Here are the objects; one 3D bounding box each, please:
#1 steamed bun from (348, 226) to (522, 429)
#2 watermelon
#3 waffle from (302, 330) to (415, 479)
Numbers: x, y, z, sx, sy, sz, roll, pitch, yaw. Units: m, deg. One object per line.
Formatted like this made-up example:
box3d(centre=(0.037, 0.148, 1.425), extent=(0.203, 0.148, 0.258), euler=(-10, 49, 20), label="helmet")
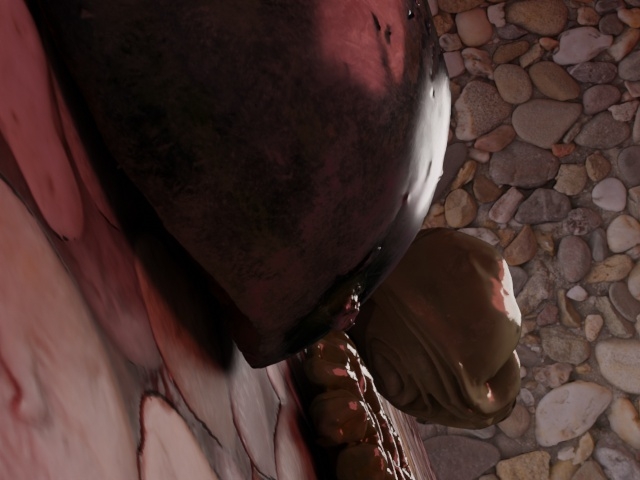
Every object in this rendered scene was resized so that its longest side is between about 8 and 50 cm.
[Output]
box3d(centre=(0.148, 0.139, 1.559), extent=(0.324, 0.219, 0.310), euler=(27, -52, 58), label="steamed bun")
box3d(centre=(0.005, -0.044, 0.562), extent=(0.175, 0.188, 0.322), euler=(66, 8, 16), label="watermelon")
box3d(centre=(0.054, 0.221, 0.866), extent=(0.292, 0.056, 0.309), euler=(-75, 143, -83), label="waffle")
